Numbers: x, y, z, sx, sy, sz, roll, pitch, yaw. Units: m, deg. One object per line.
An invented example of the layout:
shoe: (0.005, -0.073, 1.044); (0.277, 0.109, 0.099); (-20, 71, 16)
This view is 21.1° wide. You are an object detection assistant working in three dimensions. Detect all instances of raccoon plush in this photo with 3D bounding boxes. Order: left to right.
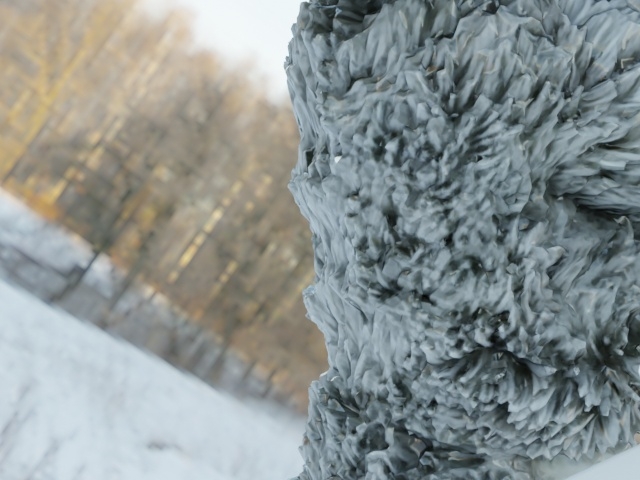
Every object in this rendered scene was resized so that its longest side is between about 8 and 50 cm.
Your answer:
raccoon plush: (0.000, 0.000, 0.726); (0.446, 0.299, 0.216); (37, -2, -20)

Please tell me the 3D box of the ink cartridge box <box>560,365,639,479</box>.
ink cartridge box: (0.160, 0.160, 0.412); (0.353, 0.119, 0.207); (13, -60, 62)
